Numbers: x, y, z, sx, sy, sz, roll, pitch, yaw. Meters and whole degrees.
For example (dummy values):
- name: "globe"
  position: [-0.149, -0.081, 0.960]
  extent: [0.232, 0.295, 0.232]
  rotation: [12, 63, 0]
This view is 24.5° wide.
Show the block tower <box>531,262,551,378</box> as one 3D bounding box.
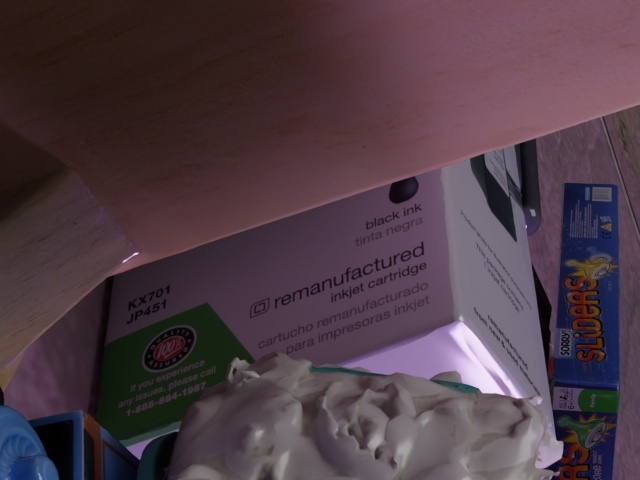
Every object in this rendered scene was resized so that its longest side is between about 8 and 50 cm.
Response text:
- name: "block tower"
  position: [0.057, 0.082, 0.753]
  extent: [0.097, 0.091, 0.335]
  rotation: [63, 22, -21]

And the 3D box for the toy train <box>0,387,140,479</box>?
- name: "toy train"
  position: [-0.084, 0.123, 0.371]
  extent: [0.105, 0.080, 0.184]
  rotation: [52, 26, -53]

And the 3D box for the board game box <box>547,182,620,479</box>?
- name: "board game box"
  position: [0.148, 0.074, 0.833]
  extent: [0.201, 0.035, 0.136]
  rotation: [-72, 162, -58]

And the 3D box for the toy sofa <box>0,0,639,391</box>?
- name: "toy sofa"
  position: [0.014, -0.098, 0.421]
  extent: [0.150, 0.363, 0.177]
  rotation: [56, 31, -32]

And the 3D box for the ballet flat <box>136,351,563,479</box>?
- name: "ballet flat"
  position: [0.046, 0.229, 0.414]
  extent: [0.147, 0.147, 0.408]
  rotation: [-20, 100, -70]

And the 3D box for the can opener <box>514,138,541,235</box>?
- name: "can opener"
  position: [0.172, -0.114, 1.230]
  extent: [0.076, 0.095, 0.283]
  rotation: [56, 24, -31]

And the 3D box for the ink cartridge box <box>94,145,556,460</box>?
- name: "ink cartridge box"
  position: [0.000, 0.000, 0.595]
  extent: [0.087, 0.153, 0.208]
  rotation: [51, 26, -39]

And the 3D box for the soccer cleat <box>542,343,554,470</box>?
- name: "soccer cleat"
  position: [0.142, 0.166, 0.918]
  extent: [0.248, 0.083, 0.095]
  rotation: [-84, 152, -55]
